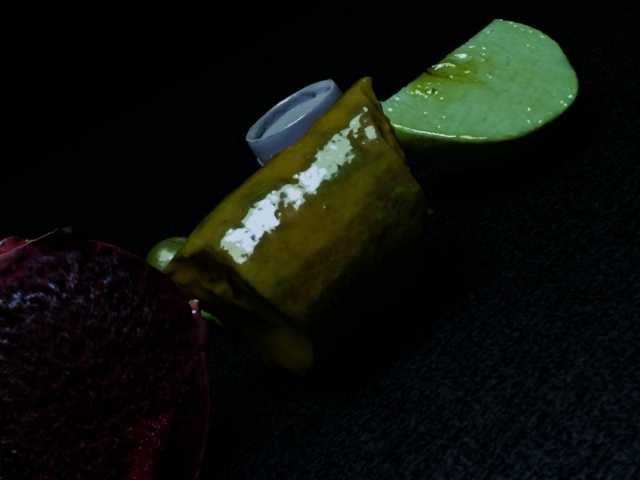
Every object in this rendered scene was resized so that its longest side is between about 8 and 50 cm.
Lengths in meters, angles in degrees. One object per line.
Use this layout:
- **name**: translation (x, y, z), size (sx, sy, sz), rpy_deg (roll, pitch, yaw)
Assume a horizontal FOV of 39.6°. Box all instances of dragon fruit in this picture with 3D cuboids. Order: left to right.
- **dragon fruit**: translation (-0.306, 0.175, 0.949), size (0.249, 0.370, 0.386), rpy_deg (-4, 17, 35)

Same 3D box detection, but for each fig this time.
- **fig**: translation (-0.177, 0.052, 1.382), size (0.236, 0.124, 0.124), rpy_deg (-4, 36, 41)

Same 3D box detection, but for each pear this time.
- **pear**: translation (0.253, -0.177, 1.257), size (0.288, 0.139, 0.239), rpy_deg (-38, 37, -23)

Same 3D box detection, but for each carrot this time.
- **carrot**: translation (0.000, 0.000, 1.076), size (0.341, 0.241, 0.241), rpy_deg (-43, 23, -16)

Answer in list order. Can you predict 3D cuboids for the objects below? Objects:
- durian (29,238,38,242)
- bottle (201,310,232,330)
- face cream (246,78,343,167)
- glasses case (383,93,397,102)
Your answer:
- **durian**: translation (-0.558, 0.112, 1.704), size (0.340, 0.204, 0.256), rpy_deg (-29, 35, -12)
- **bottle**: translation (-0.120, 0.097, 1.274), size (0.187, 0.069, 0.069), rpy_deg (-10, 32, 51)
- **face cream**: translation (0.003, -0.128, 1.397), size (0.175, 0.195, 0.175), rpy_deg (-29, 23, 14)
- **glasses case**: translation (0.098, -0.213, 1.645), size (0.205, 0.047, 0.071), rpy_deg (-30, 18, 9)
